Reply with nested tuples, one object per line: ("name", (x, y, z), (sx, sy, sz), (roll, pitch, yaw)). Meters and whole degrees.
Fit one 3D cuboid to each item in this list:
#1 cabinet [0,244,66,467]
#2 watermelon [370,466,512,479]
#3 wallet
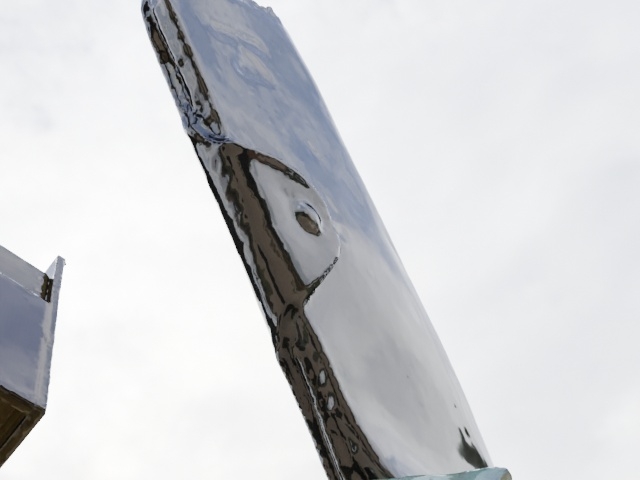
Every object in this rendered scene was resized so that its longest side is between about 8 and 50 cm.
("cabinet", (-0.292, 0.066, 0.795), (0.175, 0.215, 0.148), (35, -74, -22))
("watermelon", (-0.054, 0.217, 0.440), (0.260, 0.256, 0.176), (-11, -27, 25))
("wallet", (0.000, 0.000, 0.729), (0.051, 0.377, 0.197), (-31, -19, 19))
